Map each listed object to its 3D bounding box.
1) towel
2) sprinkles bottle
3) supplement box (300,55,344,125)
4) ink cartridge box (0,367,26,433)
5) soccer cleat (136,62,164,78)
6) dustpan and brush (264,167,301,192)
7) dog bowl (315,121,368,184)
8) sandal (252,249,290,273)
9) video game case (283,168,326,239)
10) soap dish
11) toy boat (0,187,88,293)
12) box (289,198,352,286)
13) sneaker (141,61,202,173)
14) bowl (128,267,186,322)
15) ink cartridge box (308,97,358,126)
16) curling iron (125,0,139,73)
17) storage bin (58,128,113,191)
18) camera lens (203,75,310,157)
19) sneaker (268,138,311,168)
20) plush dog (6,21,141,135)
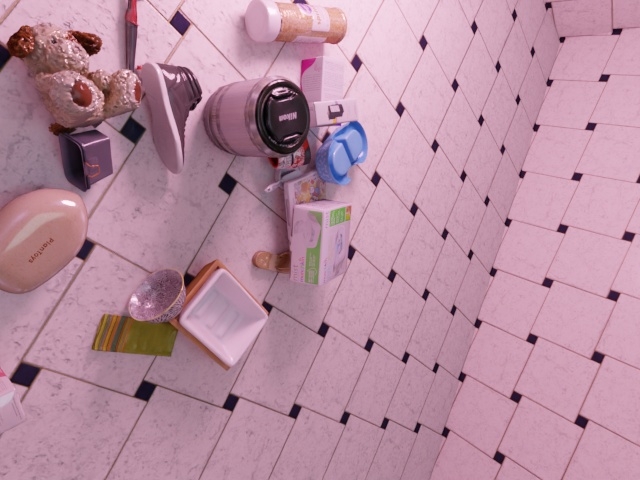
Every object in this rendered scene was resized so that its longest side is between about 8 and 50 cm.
[{"bbox_3d":[-0.516,0.273,1.348,0.237,0.021,0.102,21,84,-46],"label":"towel"},{"bbox_3d":[-0.070,-0.700,1.534,0.355,0.121,0.122,-20,112,-42],"label":"sprinkles bottle"},{"bbox_3d":[0.004,-0.512,1.652,0.113,0.111,0.220,-7,103,-44],"label":"supplement box"},{"bbox_3d":[-0.774,0.377,1.008,0.217,0.158,0.092,-22,114,-40],"label":"ink cartridge box"},{"bbox_3d":[-0.449,-0.453,1.267,0.083,0.029,0.036,-26,125,-36],"label":"soccer cleat"},{"bbox_3d":[-0.125,-0.208,1.618,0.211,0.060,0.148,-32,120,-37],"label":"dustpan and brush"},{"bbox_3d":[0.078,-0.322,1.755,0.297,0.074,0.166,-56,131,-39],"label":"dog bowl"},{"bbox_3d":[-0.122,0.079,1.667,0.239,0.079,0.088,6,94,-46],"label":"sandal"},{"bbox_3d":[-0.048,-0.134,1.693,0.227,0.026,0.207,-34,128,-50],"label":"video game case"},{"bbox_3d":[-0.317,0.229,1.471,0.229,0.118,0.291,-54,130,-24],"label":"soap dish"},{"bbox_3d":[-0.681,-0.053,1.047,0.267,0.148,0.318,-49,136,-21],"label":"toy boat"},{"bbox_3d":[0.000,0.000,1.658,0.231,0.126,0.262,-20,117,-63],"label":"box"},{"bbox_3d":[-0.382,-0.338,1.304,0.146,0.104,0.296,-31,124,-46],"label":"sneaker"},{"bbox_3d":[-0.434,0.168,1.313,0.170,0.170,0.080,-53,139,-24],"label":"bowl"},{"bbox_3d":[0.014,-0.404,1.518,0.175,0.127,0.073,-17,106,-34],"label":"ink cartridge box"},{"bbox_3d":[-0.469,-0.560,1.217,0.068,0.035,0.274,6,93,-46],"label":"curling iron"},{"bbox_3d":[-0.553,-0.198,1.145,0.091,0.098,0.135,-40,152,-44],"label":"storage bin"},{"bbox_3d":[-0.182,-0.353,1.378,0.219,0.274,0.220,-11,105,-44],"label":"camera lens"},{"bbox_3d":[-0.129,-0.367,1.551,0.144,0.090,0.270,-19,99,-31],"label":"sneaker"},{"bbox_3d":[-0.575,-0.376,1.077,0.226,0.210,0.262,68,23,-12],"label":"plush dog"}]
